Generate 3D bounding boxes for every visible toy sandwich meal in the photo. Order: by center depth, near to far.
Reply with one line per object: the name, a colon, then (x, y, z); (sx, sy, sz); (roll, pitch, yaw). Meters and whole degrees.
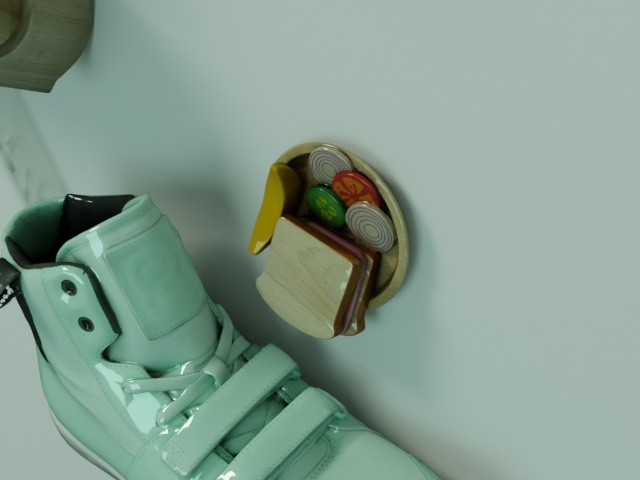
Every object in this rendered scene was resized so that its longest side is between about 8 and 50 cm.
toy sandwich meal: (0.000, 0.000, 0.527); (0.085, 0.029, 0.086); (20, 124, 33)

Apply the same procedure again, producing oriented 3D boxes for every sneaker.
sneaker: (-0.049, 0.064, 0.541); (0.256, 0.094, 0.151); (22, 140, 35)

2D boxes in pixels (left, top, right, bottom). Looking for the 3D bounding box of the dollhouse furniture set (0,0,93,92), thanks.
dollhouse furniture set: (-0.183, -0.181, 0.575); (0.182, 0.101, 0.161); (32, 105, 26)
